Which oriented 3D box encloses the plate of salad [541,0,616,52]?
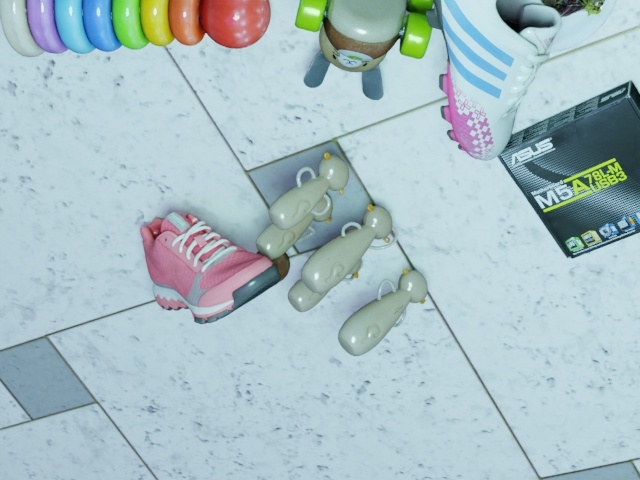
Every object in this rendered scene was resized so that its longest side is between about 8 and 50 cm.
[{"bbox_3d":[0.245,-0.301,1.526,0.199,0.048,0.200,9,127,13],"label":"plate of salad"}]

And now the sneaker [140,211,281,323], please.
[{"bbox_3d":[-0.173,0.027,1.814,0.314,0.116,0.136,1,120,59],"label":"sneaker"}]

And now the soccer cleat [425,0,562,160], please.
[{"bbox_3d":[0.211,-0.207,1.523,0.143,0.116,0.331,7,145,22],"label":"soccer cleat"}]

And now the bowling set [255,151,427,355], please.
[{"bbox_3d":[0.000,0.000,1.799,0.200,0.154,0.287,18,142,51],"label":"bowling set"}]

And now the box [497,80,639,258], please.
[{"bbox_3d":[0.349,-0.084,1.654,0.190,0.045,0.184,-23,117,31],"label":"box"}]

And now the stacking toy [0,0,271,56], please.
[{"bbox_3d":[-0.226,-0.294,1.649,0.330,0.141,0.141,4,127,11],"label":"stacking toy"}]

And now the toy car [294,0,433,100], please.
[{"bbox_3d":[0.041,-0.239,1.594,0.155,0.149,0.188,14,141,-4],"label":"toy car"}]
